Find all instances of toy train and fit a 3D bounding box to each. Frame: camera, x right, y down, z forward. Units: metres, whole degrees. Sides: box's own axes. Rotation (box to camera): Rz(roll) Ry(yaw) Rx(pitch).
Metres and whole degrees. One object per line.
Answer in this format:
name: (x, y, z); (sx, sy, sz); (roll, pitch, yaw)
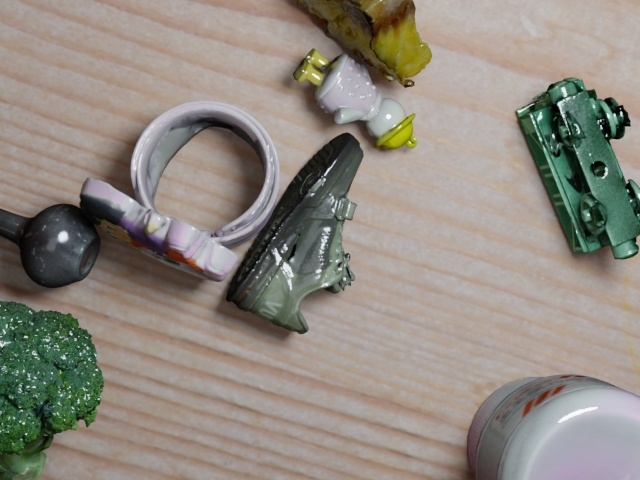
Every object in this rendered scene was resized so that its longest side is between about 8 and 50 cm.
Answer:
toy train: (0.388, -0.102, 1.814); (0.115, 0.154, 0.269); (-23, 93, -4)

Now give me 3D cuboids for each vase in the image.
vase: (-0.401, -0.008, 1.759); (0.183, 0.120, 0.120); (21, 89, 8)

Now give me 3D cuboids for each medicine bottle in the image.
medicine bottle: (0.337, 0.307, 1.732); (0.256, 0.325, 0.256); (0, 92, -5)

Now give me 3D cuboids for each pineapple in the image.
pineapple: (0.068, -0.322, 1.758); (0.236, 0.186, 0.114); (44, 85, 1)

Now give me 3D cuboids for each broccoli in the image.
broccoli: (-0.421, 0.212, 1.711); (0.270, 0.270, 0.270); (-6, 122, -6)

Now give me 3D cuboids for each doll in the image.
doll: (0.058, -0.197, 1.810); (0.207, 0.081, 0.129); (36, 45, -14)

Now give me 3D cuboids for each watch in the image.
watch: (-0.182, -0.083, 1.743); (0.244, 0.196, 0.231); (26, 83, 0)

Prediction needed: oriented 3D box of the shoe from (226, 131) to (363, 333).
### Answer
shoe: (0.001, 0.001, 1.806); (0.149, 0.109, 0.293); (36, 87, -14)
